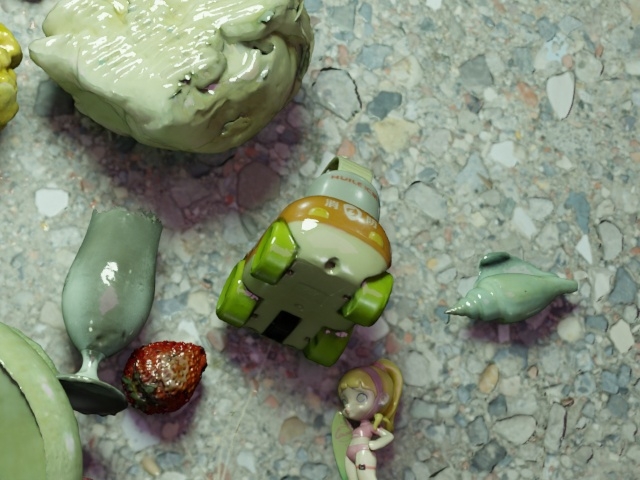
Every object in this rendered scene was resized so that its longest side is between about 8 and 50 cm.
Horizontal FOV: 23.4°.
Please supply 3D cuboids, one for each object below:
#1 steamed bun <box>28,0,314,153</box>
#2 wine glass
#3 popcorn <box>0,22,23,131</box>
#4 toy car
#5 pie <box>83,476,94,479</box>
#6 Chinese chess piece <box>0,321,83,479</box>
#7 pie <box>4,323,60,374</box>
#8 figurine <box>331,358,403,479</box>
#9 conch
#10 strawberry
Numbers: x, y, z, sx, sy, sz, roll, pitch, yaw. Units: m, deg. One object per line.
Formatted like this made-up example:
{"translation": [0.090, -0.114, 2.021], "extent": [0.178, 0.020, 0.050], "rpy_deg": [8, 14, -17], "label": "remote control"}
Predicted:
{"translation": [-0.153, -0.218, 1.720], "extent": [0.280, 0.207, 0.268], "rpy_deg": [26, 69, 19], "label": "steamed bun"}
{"translation": [-0.233, 0.071, 1.657], "extent": [0.103, 0.103, 0.222], "rpy_deg": [17, 60, -12], "label": "wine glass"}
{"translation": [-0.408, -0.165, 1.658], "extent": [0.194, 0.140, 0.163], "rpy_deg": [-31, 79, -31], "label": "popcorn"}
{"translation": [0.000, 0.000, 1.706], "extent": [0.145, 0.235, 0.235], "rpy_deg": [25, 72, -11], "label": "toy car"}
{"translation": [-0.279, 0.330, 1.616], "extent": [0.182, 0.049, 0.182], "rpy_deg": [2, 86, -21], "label": "pie"}
{"translation": [-0.405, 0.228, 1.506], "extent": [0.349, 0.146, 0.349], "rpy_deg": [0, 84, 5], "label": "Chinese chess piece"}
{"translation": [-0.364, 0.176, 1.638], "extent": [0.186, 0.041, 0.187], "rpy_deg": [4, 77, -16], "label": "pie"}
{"translation": [0.055, 0.222, 1.740], "extent": [0.083, 0.083, 0.187], "rpy_deg": [6, 69, -15], "label": "figurine"}
{"translation": [0.220, 0.062, 1.835], "extent": [0.180, 0.088, 0.065], "rpy_deg": [-12, 125, -25], "label": "conch"}
{"translation": [-0.167, 0.145, 1.686], "extent": [0.096, 0.083, 0.083], "rpy_deg": [-19, 83, -34], "label": "strawberry"}
